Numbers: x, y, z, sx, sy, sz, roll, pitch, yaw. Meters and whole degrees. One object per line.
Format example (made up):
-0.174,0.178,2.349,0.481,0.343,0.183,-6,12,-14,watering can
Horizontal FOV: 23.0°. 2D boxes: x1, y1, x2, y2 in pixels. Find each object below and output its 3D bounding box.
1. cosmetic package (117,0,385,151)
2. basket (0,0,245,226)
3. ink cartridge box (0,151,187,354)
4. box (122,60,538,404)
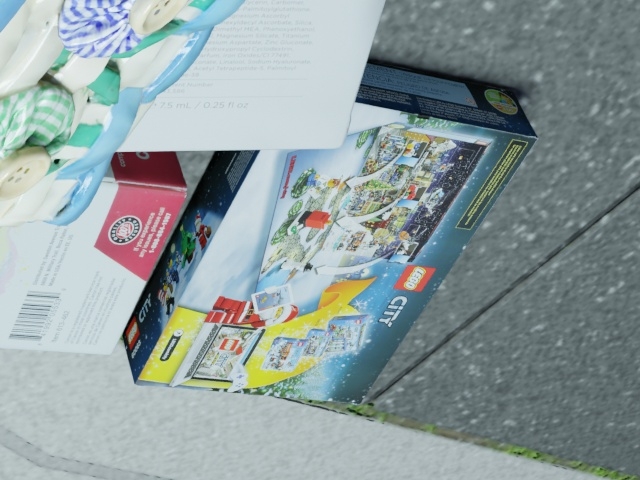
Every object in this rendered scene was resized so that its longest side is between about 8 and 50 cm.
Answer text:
-0.142,-0.169,0.638,0.377,0.097,0.284,-2,137,-21,cosmetic package
-0.149,-0.124,0.462,0.289,0.201,0.255,13,128,-45,basket
-0.175,-0.012,0.808,0.175,0.072,0.127,6,132,-29,ink cartridge box
0.000,0.000,0.918,0.159,0.044,0.233,8,131,-30,box
